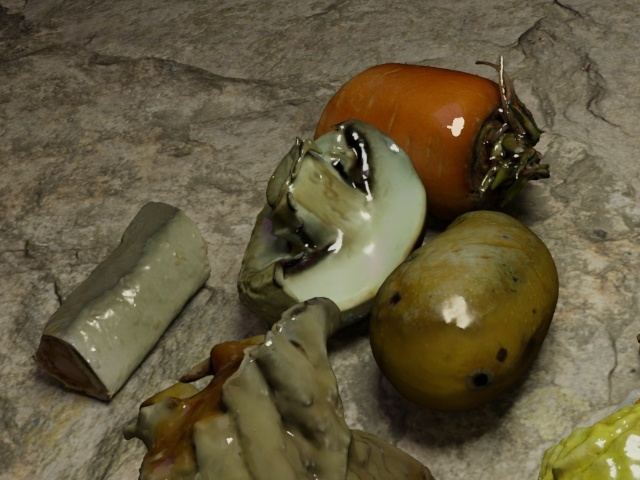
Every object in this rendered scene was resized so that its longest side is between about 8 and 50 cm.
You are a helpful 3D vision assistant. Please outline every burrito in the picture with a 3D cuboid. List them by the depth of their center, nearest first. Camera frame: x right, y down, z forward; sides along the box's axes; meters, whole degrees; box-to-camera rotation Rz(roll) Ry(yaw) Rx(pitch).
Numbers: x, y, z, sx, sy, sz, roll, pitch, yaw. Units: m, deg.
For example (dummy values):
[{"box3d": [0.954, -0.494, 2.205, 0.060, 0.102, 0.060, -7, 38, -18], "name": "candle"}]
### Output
[{"box3d": [-0.242, 0.063, 1.282, 0.143, 0.105, 0.299, 3, 40, 29], "name": "burrito"}]

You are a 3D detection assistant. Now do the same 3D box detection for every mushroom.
[{"box3d": [0.007, 0.000, 1.220, 0.164, 0.189, 0.267, -35, 38, 56], "name": "mushroom"}]

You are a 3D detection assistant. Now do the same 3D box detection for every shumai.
[{"box3d": [-0.011, 0.192, 0.779, 0.266, 0.263, 0.314, -10, 27, -14], "name": "shumai"}]

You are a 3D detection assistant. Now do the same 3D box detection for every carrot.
[{"box3d": [0.170, -0.131, 1.318, 0.331, 0.193, 0.214, 26, 75, 43], "name": "carrot"}]

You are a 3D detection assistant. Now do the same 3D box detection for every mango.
[{"box3d": [0.167, 0.067, 1.093, 0.176, 0.176, 0.329, 37, 32, 12], "name": "mango"}]

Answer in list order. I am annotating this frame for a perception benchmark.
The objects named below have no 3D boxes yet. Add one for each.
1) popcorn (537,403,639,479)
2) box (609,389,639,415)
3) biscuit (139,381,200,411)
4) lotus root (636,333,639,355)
[{"box3d": [0.282, 0.244, 0.752, 0.205, 0.237, 0.252, -27, 65, 11], "name": "popcorn"}, {"box3d": [0.337, 0.189, 0.957, 0.117, 0.036, 0.050, 22, 48, 40], "name": "box"}, {"box3d": [-0.095, 0.196, 1.103, 0.183, 0.039, 0.174, -23, 34, -13], "name": "biscuit"}, {"box3d": [0.372, 0.129, 1.006, 0.072, 0.063, 0.152, -17, 30, -20], "name": "lotus root"}]
